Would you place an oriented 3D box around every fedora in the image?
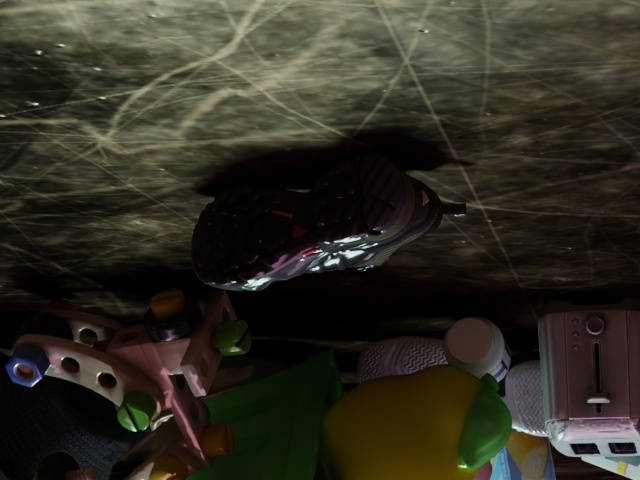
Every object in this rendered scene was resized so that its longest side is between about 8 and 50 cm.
[{"bbox_3d":[-0.294,0.209,1.921,0.152,0.334,0.334,-34,157,11],"label":"fedora"}]

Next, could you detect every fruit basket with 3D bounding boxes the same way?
[{"bbox_3d":[0.036,0.277,1.819,0.392,0.283,0.392,-9,-156,4],"label":"fruit basket"}]

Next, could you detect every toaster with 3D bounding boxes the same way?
[{"bbox_3d":[0.298,0.149,1.791,0.129,0.146,0.227,-1,167,11],"label":"toaster"}]

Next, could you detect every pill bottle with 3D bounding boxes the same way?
[{"bbox_3d":[0.169,0.119,1.838,0.067,0.067,0.120,-2,166,11],"label":"pill bottle"}]

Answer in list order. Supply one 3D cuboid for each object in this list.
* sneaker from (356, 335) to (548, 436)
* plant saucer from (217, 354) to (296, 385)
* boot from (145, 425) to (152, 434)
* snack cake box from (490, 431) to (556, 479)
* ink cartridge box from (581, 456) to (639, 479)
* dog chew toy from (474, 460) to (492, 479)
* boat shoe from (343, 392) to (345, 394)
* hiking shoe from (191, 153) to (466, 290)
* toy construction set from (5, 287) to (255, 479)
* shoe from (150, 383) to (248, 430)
[{"bbox_3d":[0.183,0.170,1.978,0.268,0.101,0.153,9,-179,15],"label":"sneaker"},{"bbox_3d":[-0.151,0.186,2.178,0.317,0.044,0.317,0,166,0],"label":"plant saucer"},{"bbox_3d":[-0.164,0.252,2.223,0.229,0.091,0.263,-13,166,28],"label":"boot"},{"bbox_3d":[0.247,0.346,2.342,0.089,0.264,0.152,-4,171,-37],"label":"snack cake box"},{"bbox_3d":[0.462,0.258,2.194,0.154,0.093,0.212,-4,-170,-29],"label":"ink cartridge box"},{"bbox_3d":[0.042,0.280,2.122,0.331,0.207,0.206,-15,165,3],"label":"dog chew toy"},{"bbox_3d":[0.087,0.293,2.313,0.254,0.095,0.079,35,-155,2],"label":"boat shoe"},{"bbox_3d":[0.000,0.000,1.309,0.227,0.086,0.114,-13,158,40],"label":"hiking shoe"},{"bbox_3d":[-0.146,0.153,1.748,0.237,0.257,0.309,-18,-179,20],"label":"toy construction set"},{"bbox_3d":[-0.098,0.195,2.028,0.219,0.058,0.076,0,136,-16],"label":"shoe"}]
